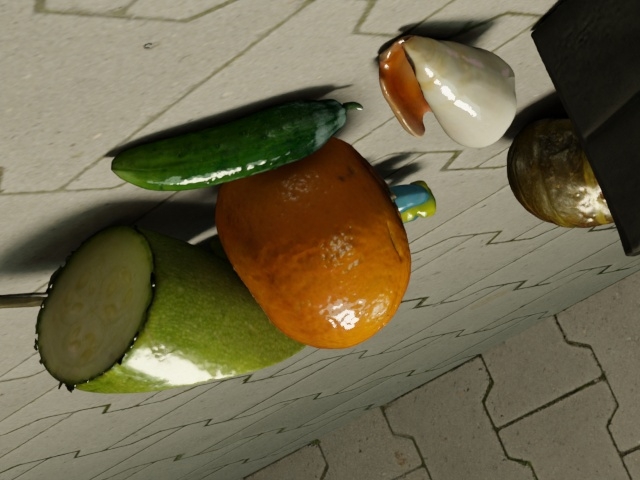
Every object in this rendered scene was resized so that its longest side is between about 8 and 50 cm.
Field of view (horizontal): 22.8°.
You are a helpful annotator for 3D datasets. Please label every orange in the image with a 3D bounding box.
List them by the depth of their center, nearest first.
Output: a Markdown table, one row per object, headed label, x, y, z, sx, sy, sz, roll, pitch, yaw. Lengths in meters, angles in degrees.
| label | x | y | z | sx | sy | sz | roll | pitch | yaw |
| --- | --- | --- | --- | --- | --- | --- | --- | --- | --- |
| orange | 0.000 | 0.000 | 1.535 | 0.170 | 0.224 | 0.224 | -36 | 167 | 0 |

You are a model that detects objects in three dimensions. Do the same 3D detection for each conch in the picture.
| label | x | y | z | sx | sy | sz | roll | pitch | yaw |
| --- | --- | --- | --- | --- | --- | --- | --- | --- | --- |
| conch | 0.113 | -0.136 | 1.461 | 0.104 | 0.094 | 0.176 | 16 | -172 | 35 |

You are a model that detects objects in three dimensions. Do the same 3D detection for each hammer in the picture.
| label | x | y | z | sx | sy | sz | roll | pitch | yaw |
| --- | --- | --- | --- | --- | --- | --- | --- | --- | --- |
| hammer | -0.279 | 0.065 | 1.748 | 0.058 | 0.029 | 0.292 | -32 | 163 | 28 |

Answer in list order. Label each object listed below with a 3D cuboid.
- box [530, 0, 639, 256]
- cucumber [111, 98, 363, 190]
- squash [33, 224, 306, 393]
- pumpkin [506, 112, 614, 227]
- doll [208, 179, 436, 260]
| label | x | y | z | sx | sy | sz | roll | pitch | yaw |
| --- | --- | --- | --- | --- | --- | --- | --- | --- | --- |
| box | 0.418 | -0.169 | 1.509 | 0.345 | 0.251 | 0.204 | -16 | 166 | -26 |
| cucumber | -0.067 | -0.086 | 1.427 | 0.250 | 0.056 | 0.056 | -18 | 167 | -21 |
| squash | -0.136 | 0.103 | 1.622 | 0.189 | 0.189 | 0.260 | -30 | 140 | 28 |
| pumpkin | 0.318 | -0.102 | 1.859 | 0.219 | 0.162 | 0.219 | -11 | -169 | 2 |
| doll | -0.025 | 0.023 | 1.834 | 0.341 | 0.099 | 0.346 | -25 | 172 | 19 |
